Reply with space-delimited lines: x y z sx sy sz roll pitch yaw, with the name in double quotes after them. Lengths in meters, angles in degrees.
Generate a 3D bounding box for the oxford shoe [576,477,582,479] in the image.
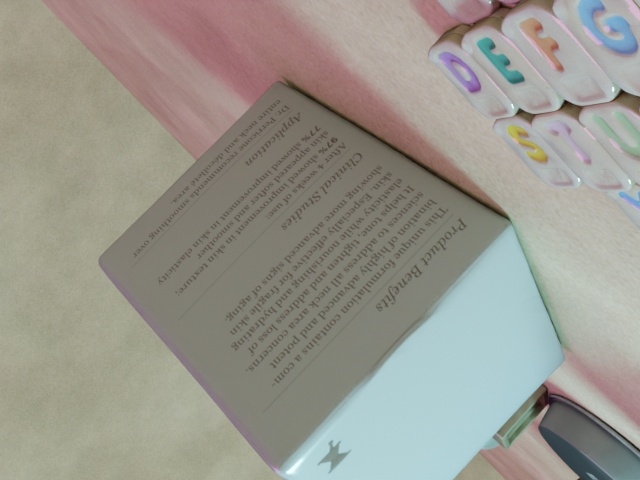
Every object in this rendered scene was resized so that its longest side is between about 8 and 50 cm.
0.570 0.548 1.616 0.271 0.097 0.098 47 179 -27 "oxford shoe"

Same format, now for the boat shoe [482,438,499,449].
0.364 0.438 1.928 0.091 0.114 0.302 50 -172 35 "boat shoe"

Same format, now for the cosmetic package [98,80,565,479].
0.016 0.084 0.975 0.394 0.329 0.327 40 171 39 "cosmetic package"

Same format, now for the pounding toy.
0.305 0.283 1.361 0.100 0.130 0.141 41 173 28 "pounding toy"

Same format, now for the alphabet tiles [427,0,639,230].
0.157 -0.079 0.441 0.278 0.021 0.284 46 174 -13 "alphabet tiles"

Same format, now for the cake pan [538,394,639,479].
0.458 0.363 1.258 0.293 0.054 0.293 44 174 6 "cake pan"
